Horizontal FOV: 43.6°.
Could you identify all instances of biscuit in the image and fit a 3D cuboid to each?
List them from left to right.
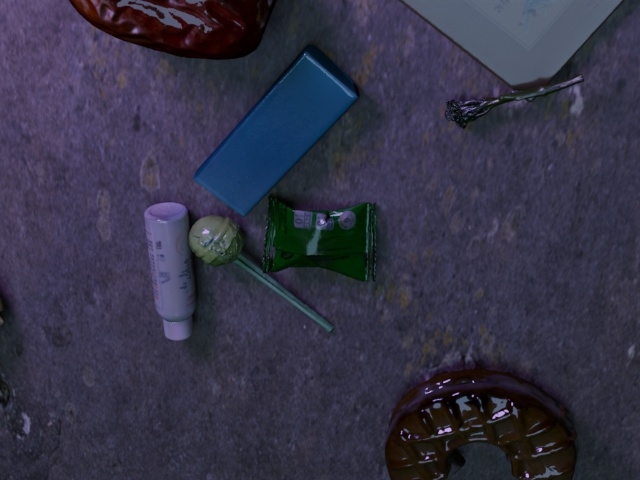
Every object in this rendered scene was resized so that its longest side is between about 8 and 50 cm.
[{"bbox_3d":[0.293,0.370,1.519,0.367,0.115,0.268,-16,114,17],"label":"biscuit"}]

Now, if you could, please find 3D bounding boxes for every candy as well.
[{"bbox_3d":[-0.099,0.072,1.467,0.335,0.092,0.093,41,78,-19],"label":"candy"},{"bbox_3d":[0.000,0.003,1.405,0.203,0.078,0.141,3,118,3],"label":"candy"}]

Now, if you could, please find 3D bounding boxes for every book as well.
[{"bbox_3d":[0.267,-0.378,1.187,0.310,0.021,0.217,36,117,-9],"label":"book"}]

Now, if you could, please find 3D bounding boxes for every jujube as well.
[{"bbox_3d":[-0.223,-0.388,1.172,0.318,0.223,0.223,22,119,-6],"label":"jujube"}]

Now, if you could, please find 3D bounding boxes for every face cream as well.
[{"bbox_3d":[-0.274,0.064,1.484,0.082,0.082,0.268,3,119,9],"label":"face cream"}]

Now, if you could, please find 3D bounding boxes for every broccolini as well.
[{"bbox_3d":[0.295,-0.224,1.236,0.218,0.042,0.044,-17,147,28],"label":"broccolini"}]

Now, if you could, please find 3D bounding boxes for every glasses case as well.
[{"bbox_3d":[-0.076,-0.179,1.332,0.117,0.070,0.301,39,116,-17],"label":"glasses case"}]

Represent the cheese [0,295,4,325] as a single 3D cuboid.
[{"bbox_3d":[-0.776,0.106,1.572,0.316,0.128,0.259,31,116,-8],"label":"cheese"}]
